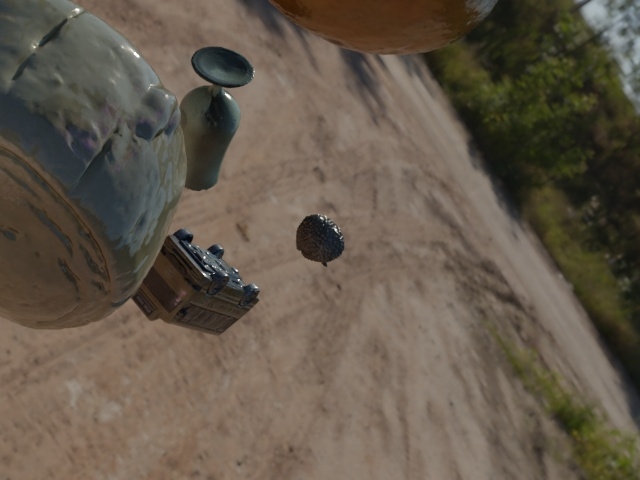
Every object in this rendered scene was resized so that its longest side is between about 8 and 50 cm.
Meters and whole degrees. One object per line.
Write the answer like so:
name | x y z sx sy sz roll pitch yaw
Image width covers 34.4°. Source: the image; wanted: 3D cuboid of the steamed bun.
steamed bun | -0.262 -0.069 1.033 0.383 0.236 0.247 75 24 -51

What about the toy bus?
toy bus | -0.239 0.091 1.979 0.139 0.157 0.289 46 4 18

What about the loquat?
loquat | 0.047 -0.244 0.825 0.238 0.238 0.193 22 81 -66

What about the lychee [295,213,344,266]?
lychee | 0.000 0.000 1.522 0.067 0.068 0.083 -60 136 -57

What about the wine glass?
wine glass | -0.182 -0.192 1.677 0.103 0.231 0.103 11 42 -11
